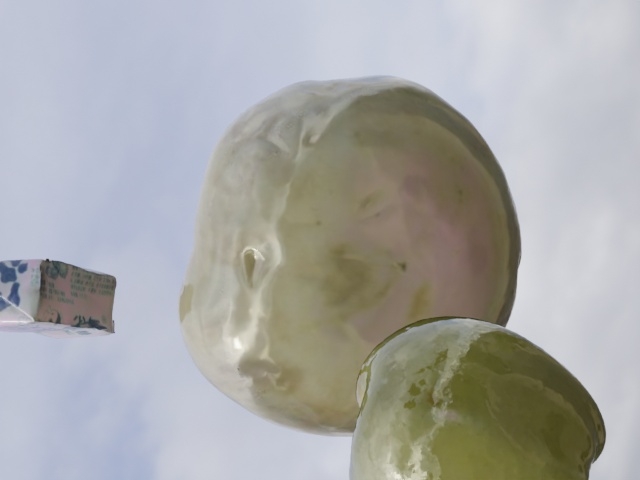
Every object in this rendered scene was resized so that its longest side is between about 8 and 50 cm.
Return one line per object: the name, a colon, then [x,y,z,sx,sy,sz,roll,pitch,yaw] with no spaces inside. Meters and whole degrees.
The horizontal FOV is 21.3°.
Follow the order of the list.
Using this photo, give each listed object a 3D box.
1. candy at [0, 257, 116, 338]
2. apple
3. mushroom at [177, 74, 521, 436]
candy: [-0.288,0.061,1.784,0.160,0.092,0.073,18,-108,-64]
apple: [0.110,0.152,1.270,0.200,0.200,0.200,10,-90,-67]
mushroom: [0.003,0.014,1.675,0.325,0.353,0.353,-39,-45,-39]
